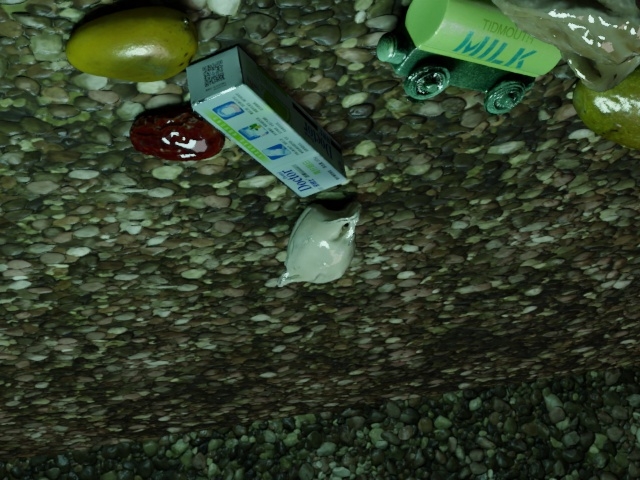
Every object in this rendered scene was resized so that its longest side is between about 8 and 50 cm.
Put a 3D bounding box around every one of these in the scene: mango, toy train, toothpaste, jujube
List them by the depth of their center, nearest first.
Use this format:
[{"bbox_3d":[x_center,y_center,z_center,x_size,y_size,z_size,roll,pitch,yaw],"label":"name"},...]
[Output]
[{"bbox_3d":[-0.222,-0.226,1.285,0.160,0.076,0.103,-5,164,10],"label":"mango"},{"bbox_3d":[0.195,-0.248,1.376,0.253,0.105,0.157,6,139,-35],"label":"toy train"},{"bbox_3d":[-0.193,-0.144,1.484,0.129,0.077,0.077,1,157,4],"label":"jujube"},{"bbox_3d":[-0.067,-0.153,1.515,0.081,0.067,0.336,-19,155,18],"label":"toothpaste"},{"bbox_3d":[0.526,-0.197,1.536,0.329,0.176,0.177,-15,111,12],"label":"mango"}]

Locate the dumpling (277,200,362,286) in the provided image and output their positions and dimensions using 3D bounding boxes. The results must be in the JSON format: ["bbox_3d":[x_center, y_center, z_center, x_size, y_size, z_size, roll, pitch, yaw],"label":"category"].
[{"bbox_3d":[0.000,0.000,1.830,0.199,0.136,0.118,-40,111,16],"label":"dumpling"}]

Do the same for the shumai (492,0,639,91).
[{"bbox_3d":[0.348,-0.273,1.155,0.313,0.267,0.262,-11,155,19],"label":"shumai"}]
